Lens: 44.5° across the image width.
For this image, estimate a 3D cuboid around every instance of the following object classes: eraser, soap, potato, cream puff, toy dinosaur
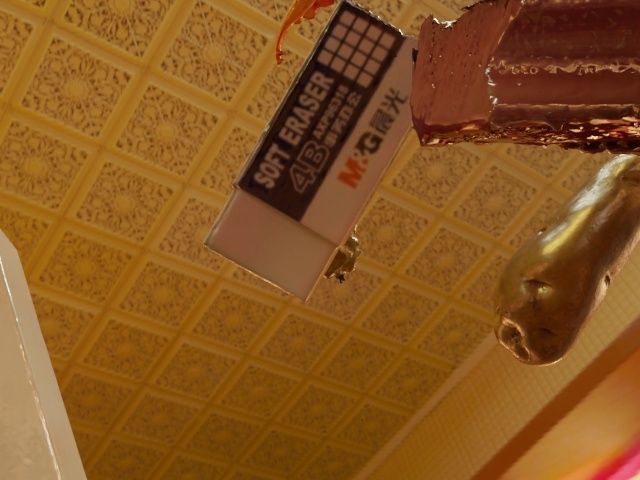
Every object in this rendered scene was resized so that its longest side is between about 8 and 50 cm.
[{"bbox_3d":[0.006,-0.087,0.806,0.130,0.086,0.287,30,-86,6],"label":"eraser"},{"bbox_3d":[0.191,-0.122,0.562,0.182,0.289,0.112,4,-89,-53],"label":"soap"},{"bbox_3d":[0.397,0.024,1.229,0.369,0.176,0.195,-54,-44,-3],"label":"potato"},{"bbox_3d":[-0.283,0.117,0.688,0.076,0.298,0.078,-23,-30,-9],"label":"eraser"},{"bbox_3d":[0.000,-0.001,1.500,0.121,0.156,0.156,-7,-48,-41],"label":"cream puff"},{"bbox_3d":[-0.015,-0.380,1.083,0.117,0.070,0.288,-15,-52,-23],"label":"toy dinosaur"}]
